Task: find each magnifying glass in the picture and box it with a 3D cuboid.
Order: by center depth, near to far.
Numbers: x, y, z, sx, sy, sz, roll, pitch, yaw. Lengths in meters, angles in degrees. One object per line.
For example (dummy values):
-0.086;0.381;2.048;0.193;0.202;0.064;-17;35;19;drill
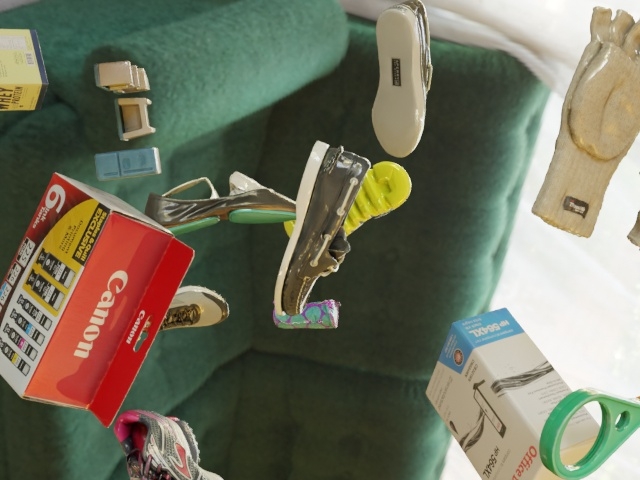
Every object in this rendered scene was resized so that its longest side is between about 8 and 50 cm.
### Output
0.311;0.181;0.958;0.231;0.026;0.092;-12;111;-34;magnifying glass

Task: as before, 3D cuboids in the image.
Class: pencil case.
-0.032;0.168;2.152;0.064;0.152;0.070;-51;132;-58;pencil case

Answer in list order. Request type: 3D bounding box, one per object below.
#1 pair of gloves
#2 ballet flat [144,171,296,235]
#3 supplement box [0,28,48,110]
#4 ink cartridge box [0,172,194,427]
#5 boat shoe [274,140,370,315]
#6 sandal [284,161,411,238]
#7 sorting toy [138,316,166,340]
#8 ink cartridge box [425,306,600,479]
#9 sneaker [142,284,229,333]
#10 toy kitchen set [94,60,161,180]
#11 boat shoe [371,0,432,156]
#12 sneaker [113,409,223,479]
0.304;-0.090;0.864;0.240;0.042;0.204;12;100;-32;pair of gloves
-0.173;-0.069;1.652;0.095;0.280;0.096;133;-52;-75;ballet flat
-0.382;-0.205;1.128;0.083;0.083;0.056;-6;155;-30;supplement box
-0.367;0.088;1.441;0.130;0.272;0.309;24;92;-45;ink cartridge box
0.000;0.000;1.403;0.114;0.091;0.302;-65;171;-53;boat shoe
0.068;-0.075;2.028;0.126;0.317;0.138;68;23;-2;sandal
-0.418;0.160;1.736;0.274;0.132;0.046;-37;-161;6;sorting toy
0.225;0.207;1.121;0.086;0.203;0.148;-12;137;-25;ink cartridge box
-0.334;0.160;2.024;0.108;0.272;0.100;-105;-160;-57;sneaker
-0.392;-0.223;1.781;0.166;0.122;0.207;-62;144;-86;toy kitchen set
0.122;-0.222;1.297;0.070;0.078;0.219;-38;138;-44;boat shoe
-0.235;0.377;1.447;0.112;0.299;0.121;32;96;-42;sneaker
